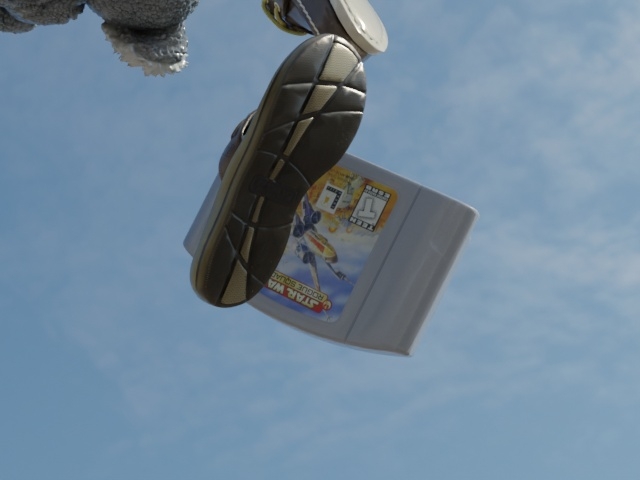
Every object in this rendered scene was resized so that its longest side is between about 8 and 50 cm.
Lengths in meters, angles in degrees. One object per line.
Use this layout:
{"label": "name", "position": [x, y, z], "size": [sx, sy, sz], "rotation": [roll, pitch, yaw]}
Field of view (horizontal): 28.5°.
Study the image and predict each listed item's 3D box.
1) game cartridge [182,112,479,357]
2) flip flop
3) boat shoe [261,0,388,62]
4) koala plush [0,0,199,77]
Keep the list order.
{"label": "game cartridge", "position": [0.000, 0.000, 1.359], "size": [0.297, 0.198, 0.062], "rotation": [25, -8, 25]}
{"label": "flip flop", "position": [-0.051, -0.070, 1.173], "size": [0.112, 0.080, 0.277], "rotation": [26, -89, -43]}
{"label": "boat shoe", "position": [-0.019, -0.282, 1.390], "size": [0.096, 0.324, 0.116], "rotation": [-37, -45, 14]}
{"label": "koala plush", "position": [-0.203, -0.249, 1.119], "size": [0.221, 0.203, 0.196], "rotation": [19, -78, -9]}
